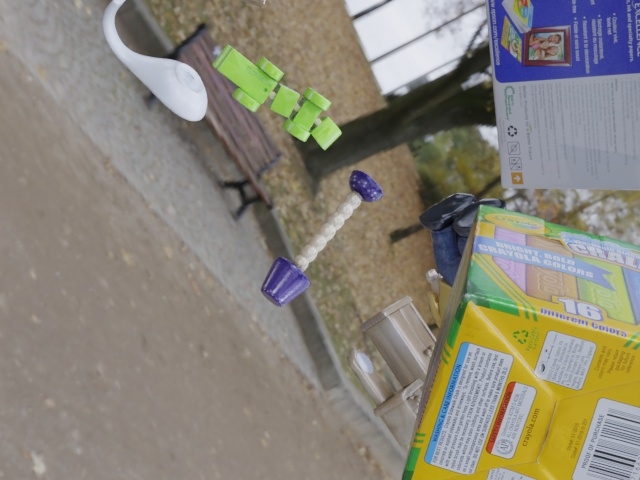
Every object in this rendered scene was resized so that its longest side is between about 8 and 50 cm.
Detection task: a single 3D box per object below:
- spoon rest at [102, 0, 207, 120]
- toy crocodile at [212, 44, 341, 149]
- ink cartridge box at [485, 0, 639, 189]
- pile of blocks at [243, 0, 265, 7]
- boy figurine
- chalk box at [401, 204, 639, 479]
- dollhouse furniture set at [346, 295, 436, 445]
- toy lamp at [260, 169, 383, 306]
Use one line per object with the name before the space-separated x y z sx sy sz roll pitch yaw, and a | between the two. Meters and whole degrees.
spoon rest | -0.321 -0.341 1.847 0.276 0.084 0.137 50 28 -16
toy crocodile | -0.093 -0.325 2.182 0.341 0.115 0.105 31 7 -18
ink cartridge box | 0.367 -0.216 1.238 0.072 0.307 0.303 -21 109 -48
pile of blocks | -0.216 -0.428 1.356 0.149 0.362 0.112 58 45 -59
boy figurine | 0.211 0.088 1.212 0.177 0.092 0.285 10 -55 49
chalk box | 0.140 0.067 0.605 0.213 0.132 0.132 -59 163 -68
dollhouse furniture set | 0.247 0.096 1.361 0.173 0.356 0.303 56 27 7
toy lamp | 0.000 0.000 1.670 0.080 0.274 0.080 39 -15 12
